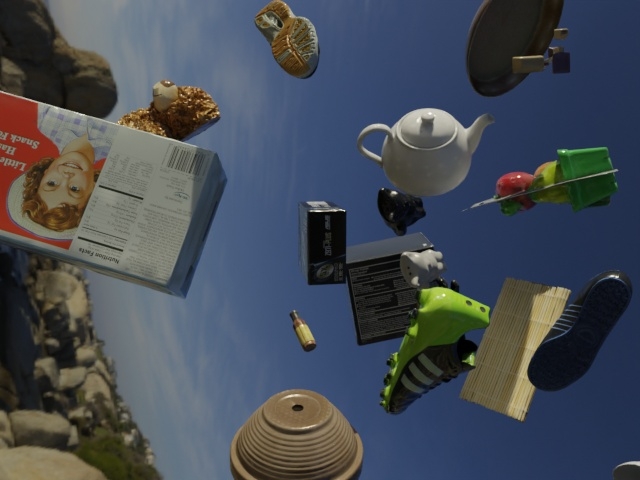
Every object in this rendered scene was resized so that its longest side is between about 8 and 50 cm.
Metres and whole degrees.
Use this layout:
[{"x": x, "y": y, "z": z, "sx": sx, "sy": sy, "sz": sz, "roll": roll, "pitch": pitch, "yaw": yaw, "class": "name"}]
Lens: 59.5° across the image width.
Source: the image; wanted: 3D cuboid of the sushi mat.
[{"x": 0.426, "y": 0.226, "z": 1.226, "sx": 0.151, "sy": 0.019, "sz": 0.317, "roll": 8, "pitch": -117, "yaw": 45, "class": "sushi mat"}]

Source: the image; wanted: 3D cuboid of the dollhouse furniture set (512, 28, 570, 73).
[{"x": 0.443, "y": -0.384, "z": 1.164, "sx": 0.081, "sy": 0.114, "sz": 0.091, "roll": -134, "pitch": -140, "yaw": -82, "class": "dollhouse furniture set"}]

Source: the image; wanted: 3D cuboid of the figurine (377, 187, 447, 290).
[{"x": 0.179, "y": 0.000, "z": 1.139, "sx": 0.215, "sy": 0.092, "sz": 0.209, "roll": 71, "pitch": 16, "yaw": 10, "class": "figurine"}]

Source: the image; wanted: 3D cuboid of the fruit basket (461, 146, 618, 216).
[{"x": 0.566, "y": -0.125, "z": 1.438, "sx": 0.352, "sy": 0.327, "sz": 0.166, "roll": -22, "pitch": -91, "yaw": 25, "class": "fruit basket"}]

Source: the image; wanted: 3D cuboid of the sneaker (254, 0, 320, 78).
[{"x": -0.015, "y": -0.126, "z": 0.366, "sx": 0.037, "sy": 0.031, "sz": 0.083, "roll": 45, "pitch": 16, "yaw": -46, "class": "sneaker"}]

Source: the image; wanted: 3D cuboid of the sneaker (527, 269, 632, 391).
[{"x": 0.428, "y": 0.148, "z": 0.918, "sx": 0.081, "sy": 0.090, "sz": 0.232, "roll": 38, "pitch": -63, "yaw": 19, "class": "sneaker"}]

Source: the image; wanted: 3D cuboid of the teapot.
[{"x": 0.268, "y": -0.250, "z": 1.444, "sx": 0.252, "sy": 0.256, "sz": 0.187, "roll": 37, "pitch": -22, "yaw": 31, "class": "teapot"}]

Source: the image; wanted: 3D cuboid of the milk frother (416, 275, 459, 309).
[{"x": 0.327, "y": 0.186, "z": 1.519, "sx": 0.135, "sy": 0.129, "sz": 0.143, "roll": 82, "pitch": 4, "yaw": -46, "class": "milk frother"}]

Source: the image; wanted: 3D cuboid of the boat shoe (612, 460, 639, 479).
[{"x": 0.738, "y": 0.492, "z": 1.179, "sx": 0.228, "sy": 0.076, "sz": 0.080, "roll": -40, "pitch": -115, "yaw": 51, "class": "boat shoe"}]

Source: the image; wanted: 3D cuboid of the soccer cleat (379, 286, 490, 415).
[{"x": 0.103, "y": 0.116, "z": 0.527, "sx": 0.060, "sy": 0.072, "sz": 0.179, "roll": -68, "pitch": 174, "yaw": -47, "class": "soccer cleat"}]

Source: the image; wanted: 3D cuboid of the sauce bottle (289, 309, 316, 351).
[{"x": -0.052, "y": 0.251, "z": 1.565, "sx": 0.042, "sy": 0.042, "sz": 0.128, "roll": 105, "pitch": -31, "yaw": -42, "class": "sauce bottle"}]

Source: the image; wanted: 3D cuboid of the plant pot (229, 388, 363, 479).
[{"x": -0.041, "y": 0.338, "z": 0.979, "sx": 0.237, "sy": 0.237, "sz": 0.110, "roll": -146, "pitch": -126, "yaw": -61, "class": "plant pot"}]

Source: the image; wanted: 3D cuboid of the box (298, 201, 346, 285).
[{"x": 0.000, "y": 0.000, "z": 1.154, "sx": 0.180, "sy": 0.077, "sz": 0.148, "roll": -130, "pitch": -141, "yaw": -77, "class": "box"}]

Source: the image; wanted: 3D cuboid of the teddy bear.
[{"x": -0.349, "y": -0.184, "z": 1.022, "sx": 0.113, "sy": 0.337, "sz": 0.245, "roll": 57, "pitch": 14, "yaw": -11, "class": "teddy bear"}]

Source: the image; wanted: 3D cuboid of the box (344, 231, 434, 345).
[{"x": 0.232, "y": 0.155, "z": 1.857, "sx": 0.183, "sy": 0.296, "sz": 0.294, "roll": -106, "pitch": -175, "yaw": -72, "class": "box"}]

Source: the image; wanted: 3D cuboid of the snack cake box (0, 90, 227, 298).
[{"x": -0.252, "y": -0.048, "z": 0.603, "sx": 0.089, "sy": 0.264, "sz": 0.152, "roll": 96, "pitch": 11, "yaw": -77, "class": "snack cake box"}]

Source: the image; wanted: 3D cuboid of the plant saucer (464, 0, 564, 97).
[{"x": 0.444, "y": -0.490, "z": 1.310, "sx": 0.050, "sy": 0.310, "sz": 0.311, "roll": 46, "pitch": -40, "yaw": 36, "class": "plant saucer"}]
